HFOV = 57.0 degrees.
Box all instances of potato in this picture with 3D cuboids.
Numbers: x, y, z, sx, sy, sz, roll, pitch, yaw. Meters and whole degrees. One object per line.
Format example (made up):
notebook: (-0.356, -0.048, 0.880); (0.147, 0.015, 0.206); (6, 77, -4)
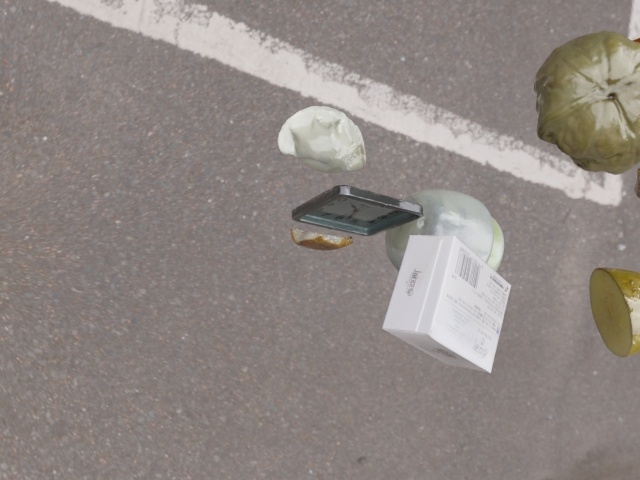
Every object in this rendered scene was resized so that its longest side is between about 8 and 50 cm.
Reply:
potato: (0.700, 0.148, 1.288); (0.158, 0.203, 0.178); (-9, 120, -2)

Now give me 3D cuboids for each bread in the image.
bread: (0.000, 0.000, 1.369); (0.129, 0.126, 0.044); (13, 85, -32)

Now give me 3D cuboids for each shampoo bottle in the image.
shampoo bottle: (0.375, 0.003, 1.818); (0.317, 0.322, 0.322); (17, 80, -31)

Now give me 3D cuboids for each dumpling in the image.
dumpling: (0.016, -0.260, 1.532); (0.126, 0.216, 0.166); (-18, 126, -68)

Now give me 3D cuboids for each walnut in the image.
walnut: (0.584, -0.284, 1.225); (0.253, 0.282, 0.277); (-56, 156, 16)

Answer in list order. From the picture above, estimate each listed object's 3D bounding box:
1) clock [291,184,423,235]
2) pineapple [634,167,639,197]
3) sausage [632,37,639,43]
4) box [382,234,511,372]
clock: (0.094, -0.080, 1.577); (0.273, 0.279, 0.049); (12, 72, -29)
pineapple: (1.141, -0.179, 1.885); (0.119, 0.237, 0.111); (1, 94, -65)
sausage: (0.876, -0.520, 1.635); (0.076, 0.198, 0.076); (43, 39, -50)
box: (0.268, 0.134, 1.211); (0.274, 0.116, 0.203); (33, 68, -42)
